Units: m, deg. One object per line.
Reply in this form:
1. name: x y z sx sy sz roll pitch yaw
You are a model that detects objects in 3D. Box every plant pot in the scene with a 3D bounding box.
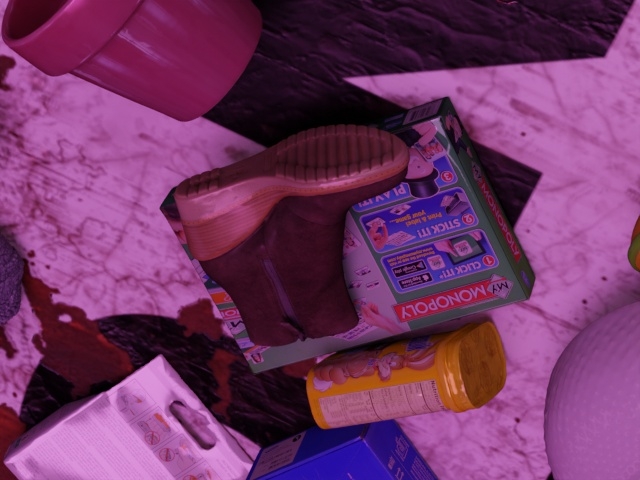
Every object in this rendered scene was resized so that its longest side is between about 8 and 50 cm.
1. plant pot: -0.160 -0.210 1.798 0.180 0.201 0.201 35 126 -25

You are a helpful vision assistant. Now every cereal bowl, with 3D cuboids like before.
1. cereal bowl: 0.374 0.212 1.875 0.339 0.141 0.339 8 138 8

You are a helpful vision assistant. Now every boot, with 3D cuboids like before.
1. boot: 0.000 0.000 1.896 0.248 0.090 0.207 -12 128 22

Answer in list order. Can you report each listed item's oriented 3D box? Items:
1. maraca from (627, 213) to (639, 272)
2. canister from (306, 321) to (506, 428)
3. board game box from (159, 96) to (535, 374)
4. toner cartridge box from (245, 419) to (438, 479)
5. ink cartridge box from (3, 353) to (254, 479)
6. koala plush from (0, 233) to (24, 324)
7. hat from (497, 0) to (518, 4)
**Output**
1. maraca: 0.366 -0.019 1.799 0.185 0.099 0.127 -29 153 18
2. canister: 0.085 0.136 1.968 0.170 0.126 0.073 -12 96 25
3. board game box: 0.025 0.002 1.950 0.317 0.046 0.213 -16 115 25
4. toner cartridge box: 0.084 0.345 2.130 0.165 0.075 0.348 -25 111 30
5. ink cartridge box: -0.208 0.240 2.182 0.224 0.056 0.181 -35 107 12
6. koala plush: -0.420 0.091 2.029 0.203 0.221 0.196 -19 118 22
7. hat: 0.050 -0.314 1.756 0.173 0.183 0.209 -4 84 45
